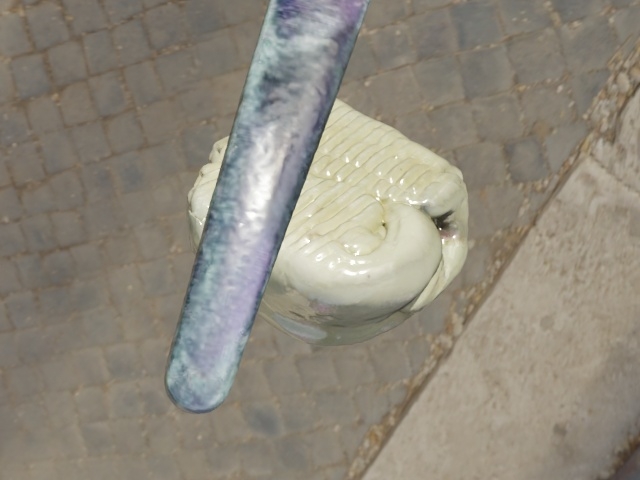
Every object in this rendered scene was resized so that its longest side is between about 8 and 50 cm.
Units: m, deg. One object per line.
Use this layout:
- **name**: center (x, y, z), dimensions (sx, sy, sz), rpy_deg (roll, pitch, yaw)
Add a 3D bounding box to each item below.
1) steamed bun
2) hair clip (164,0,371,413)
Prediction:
- **steamed bun**: center (-0.001, 0.001, 0.788), dimensions (0.218, 0.211, 0.144), rpy_deg (25, 131, 24)
- **hair clip**: center (-0.011, -0.068, 0.391), dimensions (0.048, 0.275, 0.083), rpy_deg (21, 151, -4)
